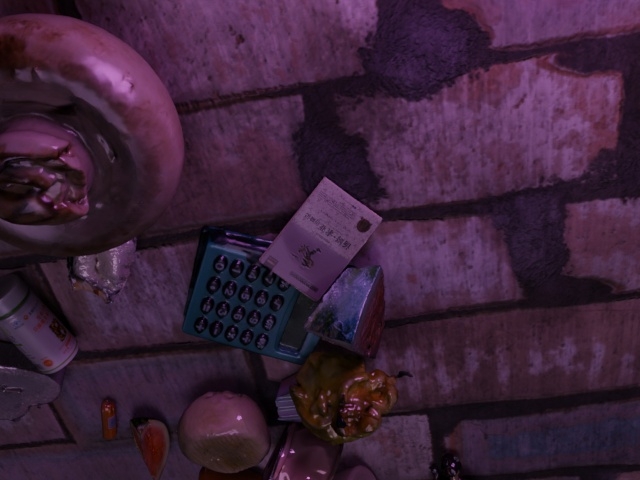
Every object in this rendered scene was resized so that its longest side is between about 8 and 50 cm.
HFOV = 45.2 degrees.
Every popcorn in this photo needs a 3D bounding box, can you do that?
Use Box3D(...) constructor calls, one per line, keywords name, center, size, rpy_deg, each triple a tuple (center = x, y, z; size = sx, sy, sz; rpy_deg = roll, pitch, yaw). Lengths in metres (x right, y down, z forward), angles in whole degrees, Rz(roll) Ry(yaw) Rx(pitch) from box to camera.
Box3D(name="popcorn", center=(0.042, 0.270, 1.361), size=(0.173, 0.168, 0.195), rpy_deg=(-6, 162, -28))

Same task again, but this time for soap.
Box3D(name="soap", center=(-0.015, 0.306, 1.511), size=(0.149, 0.056, 0.100), rpy_deg=(-7, 123, 6))

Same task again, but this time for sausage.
Box3D(name="sausage", center=(-0.185, 0.530, 1.667), size=(0.179, 0.089, 0.089), rpy_deg=(23, 125, -27))
Box3D(name="sausage", center=(-0.435, 0.364, 1.580), size=(0.031, 0.031, 0.107), rpy_deg=(6, 125, -3))

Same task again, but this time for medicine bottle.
Box3D(name="medicine bottle", center=(-0.525, 0.153, 1.389), size=(0.086, 0.086, 0.183), rpy_deg=(-20, 124, 16))

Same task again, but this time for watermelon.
Box3D(name="watermelon", center=(-0.347, 0.412, 1.594), size=(0.069, 0.087, 0.163), rpy_deg=(-22, 131, -21))
Box3D(name="watermelon", center=(0.065, 0.142, 1.343), size=(0.094, 0.154, 0.241), rpy_deg=(20, 158, 23))

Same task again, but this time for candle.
Box3D(name="candle", center=(-0.602, 0.266, 1.486), size=(0.192, 0.068, 0.168), rpy_deg=(-26, 125, 17))

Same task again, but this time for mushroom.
Box3D(name="mushroom", center=(-0.372, -0.119, 1.051), size=(0.362, 0.294, 0.362), rpy_deg=(0, 126, -1))

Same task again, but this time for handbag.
Box3D(name="handbag", center=(-0.041, 0.448, 1.537), size=(0.116, 0.205, 0.179), rpy_deg=(23, 94, -3))

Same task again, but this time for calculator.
Box3D(name="calculator", center=(-0.103, 0.103, 1.360), size=(0.274, 0.058, 0.248), rpy_deg=(16, 125, -9))

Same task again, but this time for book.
Box3D(name="book", center=(0.000, 0.000, 1.266), size=(0.127, 0.014, 0.182), rpy_deg=(36, 100, -18))

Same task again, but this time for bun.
Box3D(name="bun", center=(-0.185, 0.374, 1.527), size=(0.178, 0.128, 0.193), rpy_deg=(-18, 136, 14))

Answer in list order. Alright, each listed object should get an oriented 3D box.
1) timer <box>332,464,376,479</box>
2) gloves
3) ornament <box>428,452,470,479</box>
Box3D(name="timer", center=(-0.015, 0.596, 1.682), size=(0.266, 0.175, 0.175), rpy_deg=(-15, 126, 26))
Box3D(name="gloves", center=(-0.372, 0.026, 1.301), size=(0.114, 0.070, 0.153), rpy_deg=(19, 119, -3))
Box3D(name="ornament", center=(0.283, 0.544, 1.676), size=(0.166, 0.153, 0.196), rpy_deg=(-5, 103, 4))
